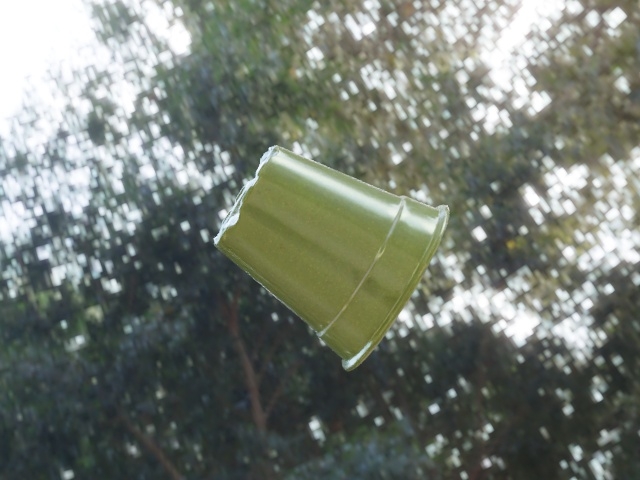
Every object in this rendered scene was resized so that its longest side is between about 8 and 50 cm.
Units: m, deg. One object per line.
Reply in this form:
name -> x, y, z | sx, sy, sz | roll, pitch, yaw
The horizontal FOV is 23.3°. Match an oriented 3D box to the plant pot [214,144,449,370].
plant pot -> 0.000, 0.000, 0.665 | 0.079, 0.083, 0.083 | 32, -67, -6
